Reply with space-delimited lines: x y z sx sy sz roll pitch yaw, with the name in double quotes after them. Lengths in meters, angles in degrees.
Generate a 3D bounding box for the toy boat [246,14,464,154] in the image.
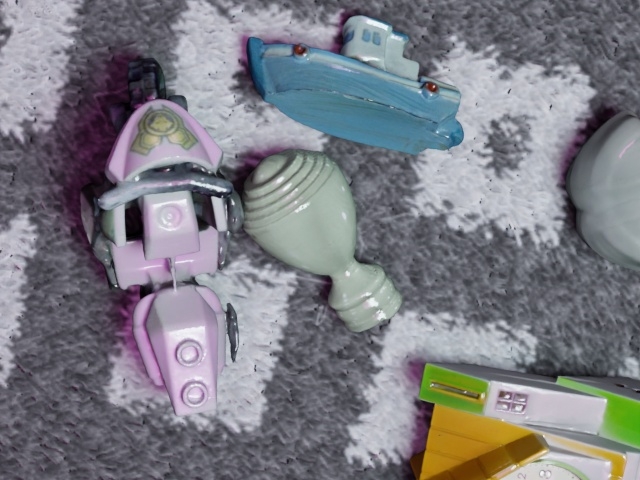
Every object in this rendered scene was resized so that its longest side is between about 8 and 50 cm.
0.035 -0.153 1.345 0.215 0.088 0.102 13 63 -6 "toy boat"

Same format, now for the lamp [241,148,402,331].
0.000 0.000 1.351 0.106 0.106 0.193 -34 110 1 "lamp"

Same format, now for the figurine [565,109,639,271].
0.348 -0.068 1.352 0.236 0.133 0.176 -18 91 -5 "figurine"

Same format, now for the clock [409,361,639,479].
0.217 0.244 1.371 0.309 0.166 0.235 10 98 -5 "clock"

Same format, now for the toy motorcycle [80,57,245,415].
-0.137 0.002 1.289 0.143 0.188 0.327 -8 99 -11 "toy motorcycle"
